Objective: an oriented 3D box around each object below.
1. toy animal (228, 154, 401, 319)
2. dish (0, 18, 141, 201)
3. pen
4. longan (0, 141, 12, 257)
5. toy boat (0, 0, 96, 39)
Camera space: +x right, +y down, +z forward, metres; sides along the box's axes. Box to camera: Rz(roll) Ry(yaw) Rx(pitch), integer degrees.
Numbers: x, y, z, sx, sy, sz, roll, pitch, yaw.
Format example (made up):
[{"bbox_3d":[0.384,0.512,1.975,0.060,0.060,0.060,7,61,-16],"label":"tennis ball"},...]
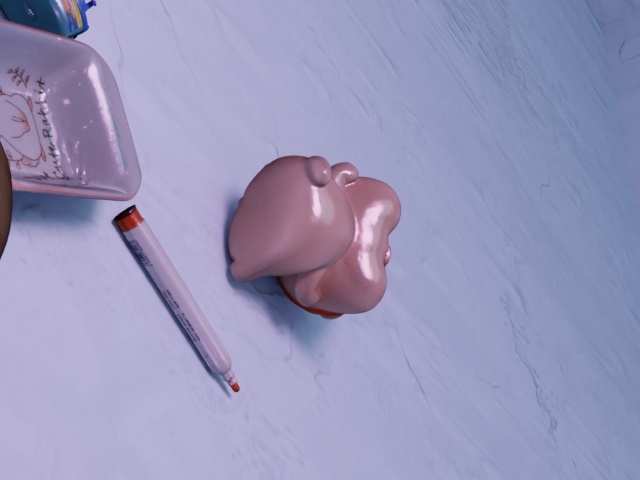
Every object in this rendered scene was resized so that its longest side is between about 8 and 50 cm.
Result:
[{"bbox_3d":[0.000,0.000,1.601,0.198,0.171,0.171,29,44,-51],"label":"toy animal"},{"bbox_3d":[-0.240,-0.099,1.266,0.234,0.064,0.154,4,66,-64],"label":"dish"},{"bbox_3d":[-0.132,0.060,1.415,0.218,0.026,0.026,60,25,-20],"label":"pen"},{"bbox_3d":[-0.302,0.010,0.784,0.288,0.288,0.350,58,24,-23],"label":"longan"},{"bbox_3d":[-0.256,-0.265,1.345,0.110,0.091,0.175,-39,101,-47],"label":"toy boat"}]
